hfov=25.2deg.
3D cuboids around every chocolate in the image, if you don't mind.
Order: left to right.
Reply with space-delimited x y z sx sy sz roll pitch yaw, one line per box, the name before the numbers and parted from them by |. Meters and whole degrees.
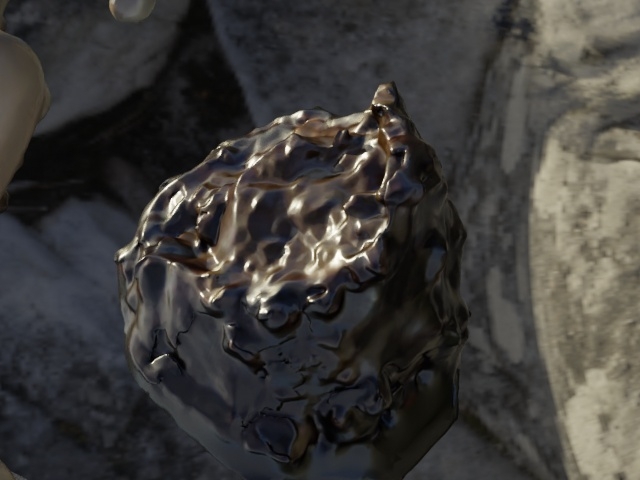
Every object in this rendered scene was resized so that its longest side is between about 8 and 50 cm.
chocolate | 0.000 0.000 0.806 0.177 0.206 0.224 117 150 -52

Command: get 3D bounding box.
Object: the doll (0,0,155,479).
doll | -0.126 0.018 0.389 0.154 0.119 0.278 1 71 43
